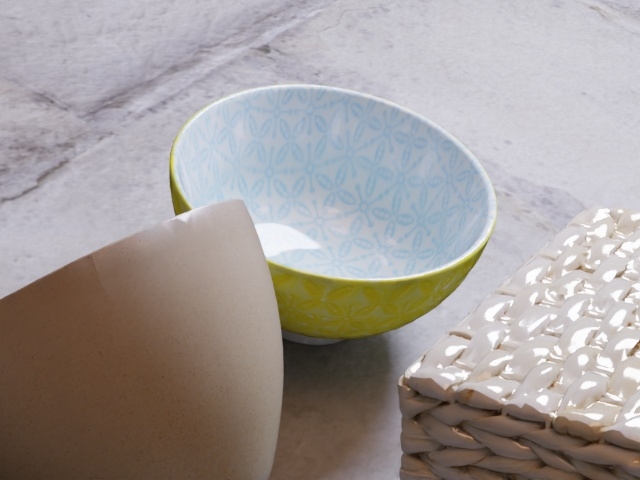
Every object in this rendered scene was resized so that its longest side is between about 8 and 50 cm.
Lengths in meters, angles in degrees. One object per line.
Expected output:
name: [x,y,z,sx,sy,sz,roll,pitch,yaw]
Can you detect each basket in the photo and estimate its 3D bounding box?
basket: [0.260,0.169,0.906,0.328,0.266,0.331,13,29,32]

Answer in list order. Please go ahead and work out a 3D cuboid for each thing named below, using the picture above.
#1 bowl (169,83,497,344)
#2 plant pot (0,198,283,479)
bowl: [0.000,0.000,1.203,0.289,0.156,0.289,8,39,-7]
plant pot: [-0.139,0.120,0.961,0.284,0.284,0.191,-24,85,-38]
